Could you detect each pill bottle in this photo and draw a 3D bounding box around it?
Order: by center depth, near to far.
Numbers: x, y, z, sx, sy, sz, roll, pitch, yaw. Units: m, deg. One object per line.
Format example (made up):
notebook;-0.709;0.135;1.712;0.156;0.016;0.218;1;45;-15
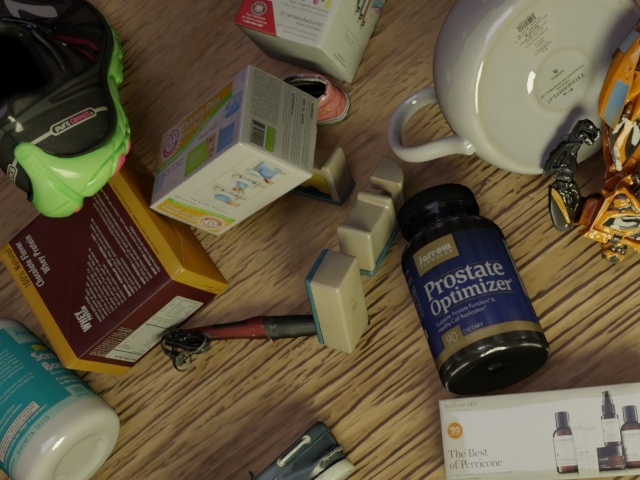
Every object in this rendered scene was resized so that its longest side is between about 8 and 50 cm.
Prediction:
pill bottle;0.161;0.051;1.156;0.122;0.123;0.219;-26;59;14
pill bottle;-0.391;0.197;1.325;0.264;0.146;0.146;37;93;22

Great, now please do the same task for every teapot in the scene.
teapot;0.221;-0.204;1.163;0.187;0.256;0.253;-128;40;-57

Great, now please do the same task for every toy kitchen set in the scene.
toy kitchen set;0.000;0.000;1.240;0.166;0.122;0.207;16;53;23

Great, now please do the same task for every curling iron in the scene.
curling iron;-0.070;0.119;1.279;0.274;0.035;0.068;-9;39;15

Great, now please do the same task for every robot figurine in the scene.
robot figurine;0.359;-0.105;1.084;0.211;0.085;0.291;17;108;-4

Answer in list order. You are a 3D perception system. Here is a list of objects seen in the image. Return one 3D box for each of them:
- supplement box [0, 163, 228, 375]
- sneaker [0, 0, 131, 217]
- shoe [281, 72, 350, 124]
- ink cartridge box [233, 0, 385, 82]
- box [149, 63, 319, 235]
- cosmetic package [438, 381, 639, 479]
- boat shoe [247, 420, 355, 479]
supplement box;-0.263;0.036;1.320;0.194;0.129;0.191;-40;68;8
sneaker;-0.367;-0.228;1.319;0.185;0.202;0.483;-40;39;7
shoe;-0.057;-0.172;1.313;0.178;0.081;0.063;-7;77;19
ink cartridge box;0.000;-0.312;1.297;0.128;0.127;0.176;21;86;23
box;-0.106;-0.102;1.246;0.203;0.103;0.114;-30;47;45
cosmetic package;0.254;0.211;1.131;0.239;0.060;0.099;-9;75;18
boat shoe;-0.081;0.308;1.216;0.254;0.095;0.079;-37;71;8
